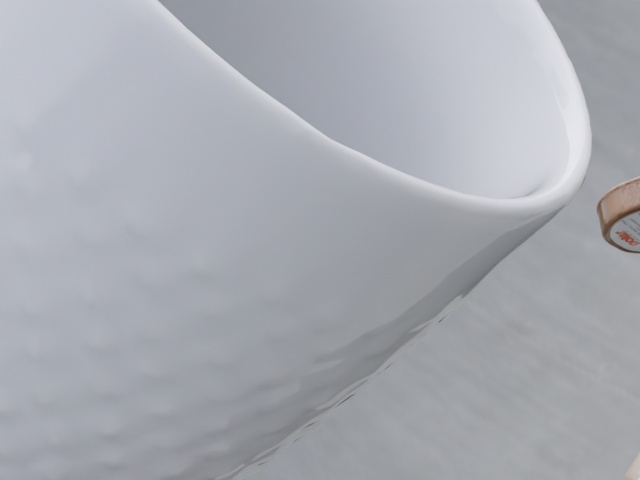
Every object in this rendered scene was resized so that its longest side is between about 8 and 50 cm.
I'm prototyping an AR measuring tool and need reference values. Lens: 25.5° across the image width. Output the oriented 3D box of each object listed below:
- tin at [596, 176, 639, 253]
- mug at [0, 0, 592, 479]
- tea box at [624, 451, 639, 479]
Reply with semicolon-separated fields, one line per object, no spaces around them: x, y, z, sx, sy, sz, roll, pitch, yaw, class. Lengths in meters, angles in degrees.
0.360;-0.038;1.376;0.189;0.106;0.040;-23;51;32;tin
-0.127;-0.054;0.614;0.328;0.374;0.276;-45;-13;31;mug
0.515;0.288;1.347;0.329;0.323;0.220;-102;32;-59;tea box
